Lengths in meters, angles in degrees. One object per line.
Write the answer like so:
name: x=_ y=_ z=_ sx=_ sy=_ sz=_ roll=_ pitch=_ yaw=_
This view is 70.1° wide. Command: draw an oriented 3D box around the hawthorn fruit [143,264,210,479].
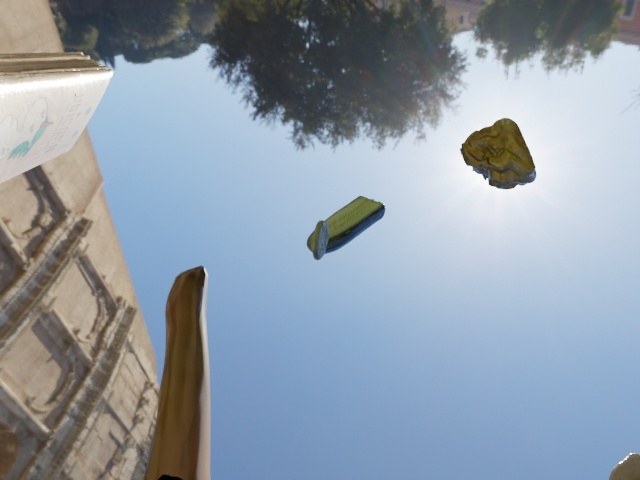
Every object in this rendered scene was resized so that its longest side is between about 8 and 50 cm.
hawthorn fruit: x=-0.050 y=0.147 z=0.048 sx=0.287 sy=0.287 sz=0.330 roll=-1 pitch=-125 yaw=12

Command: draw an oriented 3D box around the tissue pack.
tissue pack: x=-0.394 y=-0.162 z=0.599 sx=0.071 sy=0.170 sz=0.325 roll=32 pitch=-162 yaw=-15

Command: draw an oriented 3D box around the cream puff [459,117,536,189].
cream puff: x=0.341 y=-0.157 z=0.877 sx=0.116 sy=0.146 sz=0.146 roll=-22 pitch=-148 yaw=20

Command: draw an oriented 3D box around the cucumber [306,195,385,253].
cucumber: x=0.063 y=-0.030 z=1.176 sx=0.244 sy=0.063 sz=0.115 roll=-33 pitch=-150 yaw=-28

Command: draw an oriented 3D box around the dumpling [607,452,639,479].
dumpling: x=0.628 y=0.547 z=0.876 sx=0.205 sy=0.163 sz=0.293 roll=31 pitch=-114 yaw=29

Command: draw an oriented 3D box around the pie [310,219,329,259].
pie: x=0.000 y=0.000 z=0.952 sx=0.017 sy=0.085 sz=0.085 roll=12 pitch=-139 yaw=20
